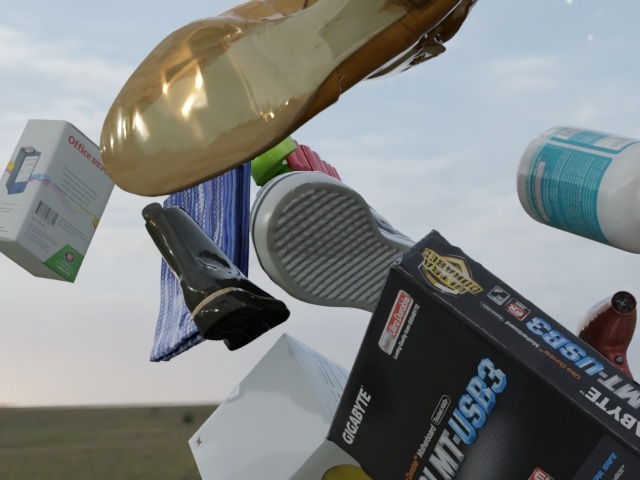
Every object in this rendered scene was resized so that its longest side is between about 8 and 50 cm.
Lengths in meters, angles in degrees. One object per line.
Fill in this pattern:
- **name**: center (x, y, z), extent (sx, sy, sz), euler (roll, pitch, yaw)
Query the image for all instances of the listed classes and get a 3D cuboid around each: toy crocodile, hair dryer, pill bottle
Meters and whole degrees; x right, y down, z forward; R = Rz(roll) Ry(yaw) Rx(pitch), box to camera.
- **toy crocodile**: center (-0.029, -0.089, 1.699), extent (0.105, 0.115, 0.340), euler (-32, -24, 14)
- **hair dryer**: center (0.450, 0.189, 1.725), extent (0.080, 0.293, 0.223), euler (-20, 29, -9)
- **pill bottle**: center (0.387, -0.066, 1.542), extent (0.146, 0.146, 0.264), euler (2, 12, -28)

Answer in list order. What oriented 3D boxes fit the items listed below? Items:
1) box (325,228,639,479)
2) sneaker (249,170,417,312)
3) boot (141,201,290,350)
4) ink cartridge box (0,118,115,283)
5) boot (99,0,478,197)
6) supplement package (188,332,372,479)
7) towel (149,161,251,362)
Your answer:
- **box**: center (0.158, 0.180, 1.060), extent (0.073, 0.293, 0.295), euler (-38, -22, -37)
- **sneaker**: center (0.000, 0.000, 1.225), extent (0.127, 0.126, 0.321), euler (32, 0, 34)
- **boot**: center (-0.103, 0.032, 1.180), extent (0.077, 0.137, 0.198), euler (-34, -15, 0)
- **ink cartridge box**: center (-0.420, -0.063, 1.833), extent (0.093, 0.212, 0.154), euler (7, -23, 32)
- **boot**: center (-0.001, -0.126, 0.842), extent (0.295, 0.104, 0.211), euler (-36, -9, 14)
- **supplement package**: center (0.013, 0.291, 1.471), extent (0.263, 0.199, 0.198), euler (34, 13, -33)
- **towel**: center (-0.158, 0.012, 1.475), extent (0.040, 0.243, 0.336), euler (8, -18, -22)
